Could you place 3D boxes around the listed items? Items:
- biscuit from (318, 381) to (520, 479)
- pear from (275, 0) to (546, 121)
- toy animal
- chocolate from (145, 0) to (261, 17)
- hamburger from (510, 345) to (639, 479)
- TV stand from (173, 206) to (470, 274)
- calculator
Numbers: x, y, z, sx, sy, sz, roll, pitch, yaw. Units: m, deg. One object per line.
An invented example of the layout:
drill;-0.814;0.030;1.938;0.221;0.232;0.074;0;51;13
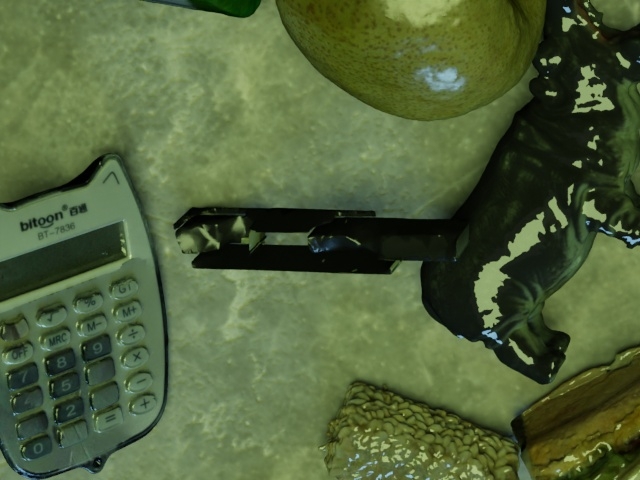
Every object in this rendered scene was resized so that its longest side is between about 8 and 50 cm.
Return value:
biscuit;0.086;0.183;1.489;0.168;0.070;0.082;22;116;-6
pear;0.059;-0.207;1.300;0.211;0.188;0.228;11;92;24
toy animal;0.199;-0.063;1.389;0.168;0.106;0.343;20;101;6
chocolate;-0.196;-0.353;1.285;0.360;0.161;0.341;10;104;0
hamburger;0.276;0.169;1.439;0.208;0.155;0.135;-32;108;4
TV stand;0.000;0.000;1.403;0.249;0.036;0.042;1;116;27
calculator;-0.206;0.070;1.436;0.177;0.040;0.268;-19;110;-32
